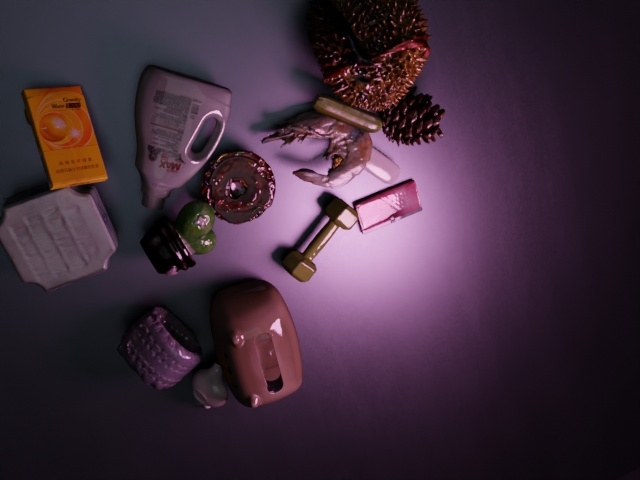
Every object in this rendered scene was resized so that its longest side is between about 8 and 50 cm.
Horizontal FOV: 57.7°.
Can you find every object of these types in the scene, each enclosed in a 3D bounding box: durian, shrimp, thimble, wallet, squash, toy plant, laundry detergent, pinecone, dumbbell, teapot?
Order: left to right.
[{"bbox_3d":[-0.505,0.343,1.837,0.172,0.205,0.236,-41,116,1],"label":"thimble"},{"bbox_3d":[-0.425,-0.279,1.688,0.264,0.125,0.398,12,106,-21],"label":"laundry detergent"},{"bbox_3d":[-0.415,-0.010,1.753,0.235,0.175,0.218,-31,155,-12],"label":"toy plant"},{"bbox_3d":[-0.379,0.509,1.977,0.092,0.145,0.226,-37,153,-38],"label":"teapot"},{"bbox_3d":[-0.009,-0.286,1.810,0.360,0.085,0.247,1,93,-15],"label":"shrimp"},{"bbox_3d":[0.000,0.000,1.922,0.108,0.121,0.302,39,95,5],"label":"dumbbell"},{"bbox_3d":[0.085,-0.384,1.762,0.229,0.066,0.066,18,103,-21],"label":"squash"},{"bbox_3d":[0.137,-0.560,1.655,0.347,0.347,0.384,-18,115,-10],"label":"durian"},{"bbox_3d":[0.233,-0.115,1.998,0.232,0.025,0.119,-23,113,-9],"label":"wallet"},{"bbox_3d":[0.288,-0.387,1.821,0.204,0.179,0.184,5,116,15],"label":"pinecone"}]

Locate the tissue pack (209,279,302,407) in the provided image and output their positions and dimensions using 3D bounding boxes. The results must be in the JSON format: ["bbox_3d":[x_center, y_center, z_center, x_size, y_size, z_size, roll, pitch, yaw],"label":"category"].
[{"bbox_3d":[-0.204,0.343,1.893,0.267,0.277,0.387,-16,114,-14],"label":"tissue pack"}]

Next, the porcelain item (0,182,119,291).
[{"bbox_3d":[-0.746,-0.024,1.659,0.281,0.157,0.286,-22,112,-7],"label":"porcelain item"}]

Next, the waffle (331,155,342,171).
[{"bbox_3d":[0.065,-0.231,1.910,0.078,0.016,0.085,27,100,-23],"label":"waffle"}]

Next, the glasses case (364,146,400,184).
[{"bbox_3d":[0.178,-0.257,1.915,0.197,0.049,0.076,31,97,-21],"label":"glasses case"}]

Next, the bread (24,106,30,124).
[{"bbox_3d":[-0.751,-0.342,1.599,0.115,0.056,0.082,-1,80,-32],"label":"bread"}]

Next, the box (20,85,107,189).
[{"bbox_3d":[-0.687,-0.280,1.566,0.152,0.043,0.269,-18,91,-40],"label":"box"}]

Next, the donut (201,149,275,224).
[{"bbox_3d":[-0.257,-0.170,1.794,0.235,0.089,0.235,-6,111,-16],"label":"donut"}]
